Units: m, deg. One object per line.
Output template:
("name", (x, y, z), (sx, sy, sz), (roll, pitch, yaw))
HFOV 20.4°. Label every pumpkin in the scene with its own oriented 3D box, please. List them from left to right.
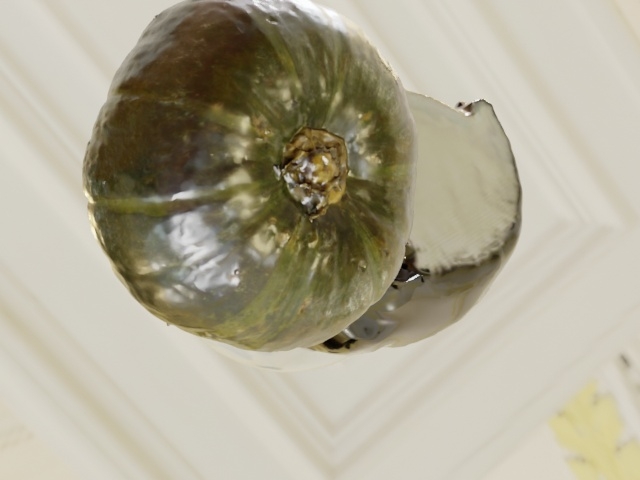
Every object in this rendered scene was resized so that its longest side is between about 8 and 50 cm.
("pumpkin", (-0.041, -0.042, 1.083), (0.157, 0.224, 0.224), (8, -128, 51))

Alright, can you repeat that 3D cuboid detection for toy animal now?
("toy animal", (0.000, 0.000, 1.538), (0.310, 0.251, 0.251), (-37, -159, 46))
